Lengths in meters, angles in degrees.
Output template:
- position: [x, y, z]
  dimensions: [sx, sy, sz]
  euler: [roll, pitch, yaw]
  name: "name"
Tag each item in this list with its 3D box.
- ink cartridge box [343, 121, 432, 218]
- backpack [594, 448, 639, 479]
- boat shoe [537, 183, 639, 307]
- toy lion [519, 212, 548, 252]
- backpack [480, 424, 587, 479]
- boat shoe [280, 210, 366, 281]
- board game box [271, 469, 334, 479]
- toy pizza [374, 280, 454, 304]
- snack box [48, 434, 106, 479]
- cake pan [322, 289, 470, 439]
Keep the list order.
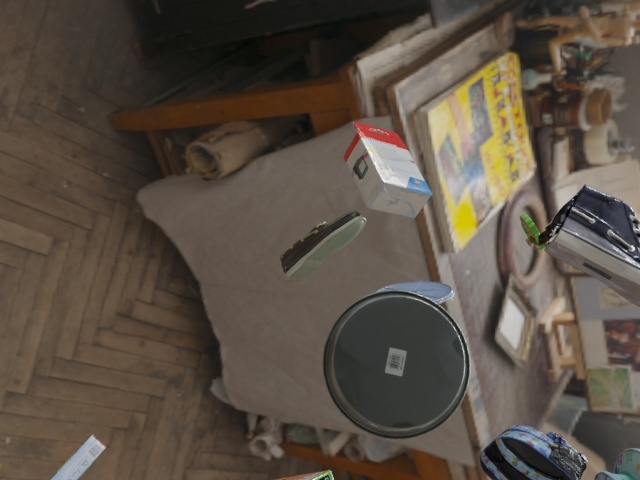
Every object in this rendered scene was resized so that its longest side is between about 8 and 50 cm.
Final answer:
- position: [0.141, -0.162, 1.665]
  dimensions: [0.134, 0.078, 0.231]
  euler: [11, 38, -28]
  name: "ink cartridge box"
- position: [0.648, 0.544, 1.463]
  dimensions: [0.225, 0.191, 0.254]
  euler: [-109, -146, -79]
  name: "backpack"
- position: [0.630, 0.019, 1.499]
  dimensions: [0.158, 0.340, 0.127]
  euler: [-57, 172, -12]
  name: "boat shoe"
- position: [0.497, -0.023, 1.745]
  dimensions: [0.096, 0.034, 0.100]
  euler: [57, 5, -11]
  name: "toy lion"
- position: [0.412, 0.438, 1.459]
  dimensions: [0.117, 0.173, 0.158]
  euler: [-43, 166, -47]
  name: "backpack"
- position: [0.000, 0.000, 1.627]
  dimensions: [0.081, 0.227, 0.069]
  euler: [18, 38, -55]
  name: "boat shoe"
- position: [-0.150, 0.752, 1.613]
  dimensions: [0.356, 0.356, 0.356]
  euler: [-11, 77, -41]
  name: "board game box"
- position: [0.223, 0.140, 1.784]
  dimensions: [0.201, 0.201, 0.032]
  euler: [-22, 109, -49]
  name: "toy pizza"
- position: [-0.447, 0.414, 1.310]
  dimensions: [0.037, 0.100, 0.141]
  euler: [43, 60, -1]
  name: "snack box"
- position: [0.149, 0.237, 1.438]
  dimensions: [0.054, 0.293, 0.293]
  euler: [86, 16, -77]
  name: "cake pan"
